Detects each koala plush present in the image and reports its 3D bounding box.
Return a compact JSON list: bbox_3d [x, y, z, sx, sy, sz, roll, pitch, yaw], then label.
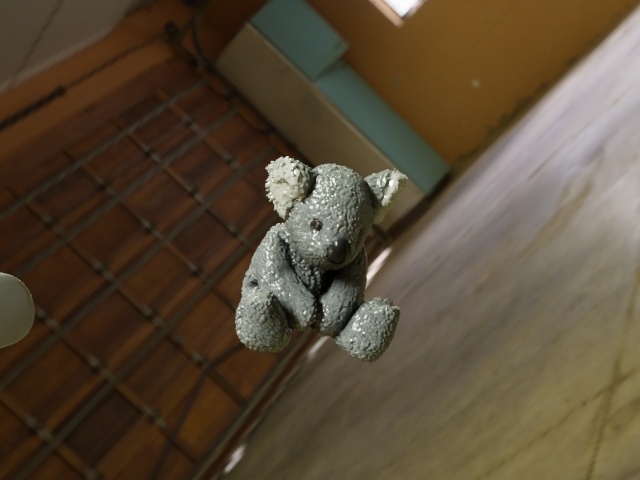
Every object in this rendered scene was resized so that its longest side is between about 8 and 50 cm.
[{"bbox_3d":[0.000,0.000,1.333,0.203,0.196,0.221,-104,23,-56],"label":"koala plush"}]

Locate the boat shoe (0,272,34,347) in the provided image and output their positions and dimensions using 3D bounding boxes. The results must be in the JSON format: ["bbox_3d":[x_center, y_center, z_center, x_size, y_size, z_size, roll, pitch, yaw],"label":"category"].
[{"bbox_3d":[-0.378,0.075,0.941,0.258,0.095,0.084,3,-9,-41],"label":"boat shoe"}]
